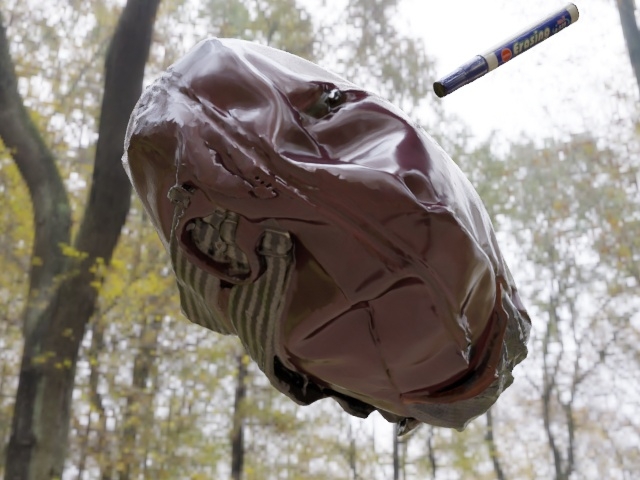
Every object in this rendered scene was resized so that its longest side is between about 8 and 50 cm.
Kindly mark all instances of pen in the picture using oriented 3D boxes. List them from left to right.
[{"bbox_3d":[0.190,-0.194,1.129,0.204,0.025,0.025,-33,-17,-28],"label":"pen"}]

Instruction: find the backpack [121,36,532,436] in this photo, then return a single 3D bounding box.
[{"bbox_3d":[0.000,0.000,0.732,0.283,0.197,0.317,36,-2,20],"label":"backpack"}]
